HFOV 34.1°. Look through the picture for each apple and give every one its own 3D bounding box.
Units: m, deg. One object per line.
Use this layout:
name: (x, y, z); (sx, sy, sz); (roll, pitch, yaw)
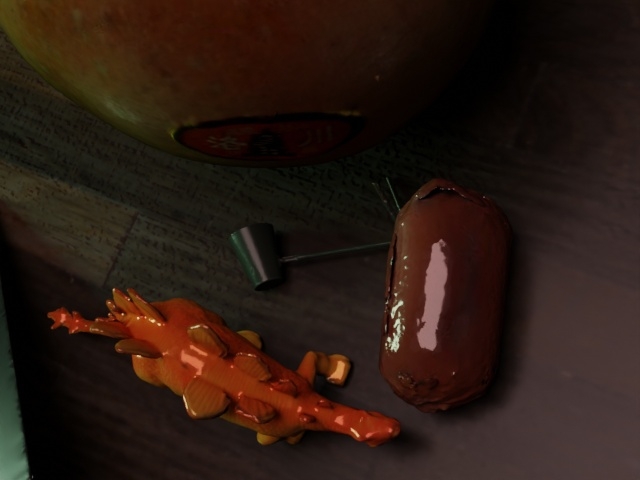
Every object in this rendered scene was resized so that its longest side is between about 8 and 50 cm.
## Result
apple: (-0.041, -0.197, 0.631); (0.338, 0.305, 0.338); (-3, 75, 13)

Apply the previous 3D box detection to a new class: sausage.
sausage: (0.074, 0.032, 0.623); (0.076, 0.076, 0.141); (5, 77, 25)

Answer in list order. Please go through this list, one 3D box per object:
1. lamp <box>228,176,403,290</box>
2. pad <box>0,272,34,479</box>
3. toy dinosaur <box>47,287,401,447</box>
lamp: (-0.001, 0.001, 0.691); (0.121, 0.041, 0.054); (-25, 72, 18)
pad: (-0.295, 0.113, 0.741); (0.202, 0.005, 0.300); (-38, 42, 8)
toy dinosaur: (-0.083, 0.071, 0.654); (0.288, 0.117, 0.070); (18, 81, 25)
